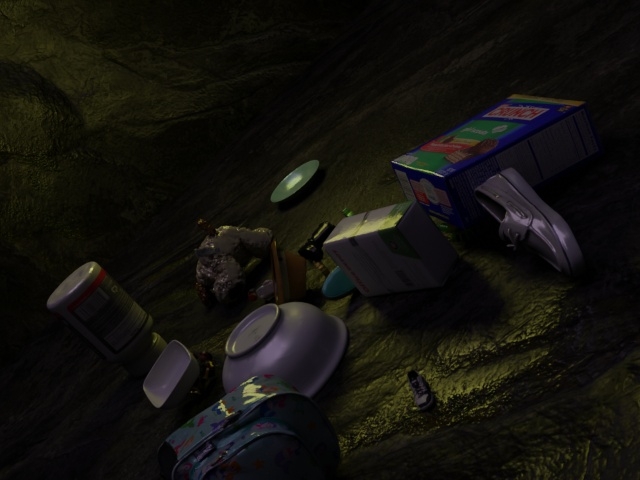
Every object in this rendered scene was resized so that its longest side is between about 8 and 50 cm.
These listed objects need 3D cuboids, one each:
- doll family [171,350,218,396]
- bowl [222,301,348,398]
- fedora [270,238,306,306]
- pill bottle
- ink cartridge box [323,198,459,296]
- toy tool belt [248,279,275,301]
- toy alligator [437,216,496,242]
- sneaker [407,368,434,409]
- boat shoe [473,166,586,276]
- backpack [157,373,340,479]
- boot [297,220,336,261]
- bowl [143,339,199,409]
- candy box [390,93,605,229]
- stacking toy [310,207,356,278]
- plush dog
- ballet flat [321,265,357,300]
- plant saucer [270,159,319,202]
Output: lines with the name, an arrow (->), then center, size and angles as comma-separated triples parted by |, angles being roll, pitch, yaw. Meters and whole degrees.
doll family -> -0.301, 0.308, 1.848 | 0.193, 0.076, 0.111 | -10, 56, 45
bowl -> -0.100, 0.224, 1.596 | 0.298, 0.134, 0.298 | -35, 21, 16
fedora -> -0.072, 0.085, 1.844 | 0.079, 0.194, 0.194 | -5, 21, -7
pill bottle -> -0.572, 0.224, 2.140 | 0.176, 0.318, 0.176 | -34, 22, 16
ink cartridge box -> 0.136, 0.020, 1.556 | 0.219, 0.160, 0.092 | -12, 34, 51
toy tool belt -> -0.137, 0.129, 1.979 | 0.083, 0.052, 0.051 | -30, -8, 19
toy alligator -> 0.314, -0.034, 1.524 | 0.190, 0.056, 0.051 | -20, 72, 32
sneaker -> 0.156, 0.239, 1.260 | 0.032, 0.037, 0.083 | -36, 23, 7
boat shoe -> 0.340, -0.024, 1.300 | 0.088, 0.096, 0.267 | -26, 46, 0
backpack -> -0.096, 0.345, 1.227 | 0.253, 0.225, 0.191 | -38, 22, -21
boot -> 0.000, 0.000, 1.852 | 0.099, 0.045, 0.121 | -48, 15, -14
bowl -> -0.330, 0.308, 1.771 | 0.142, 0.053, 0.142 | -58, 33, -3
candy box -> 0.339, -0.165, 1.544 | 0.317, 0.122, 0.268 | -27, 18, -10
stacking toy -> 0.037, -0.004, 1.927 | 0.167, 0.052, 0.221 | -42, 20, -2
plush dog -> -0.283, 0.058, 2.203 | 0.262, 0.211, 0.225 | -57, 3, -36
ballet flat -> 0.085, 0.060, 1.706 | 0.203, 0.074, 0.074 | -46, 21, -7
plant saucer -> -0.071, -0.176, 2.471 | 0.195, 0.037, 0.195 | -35, 21, 16
